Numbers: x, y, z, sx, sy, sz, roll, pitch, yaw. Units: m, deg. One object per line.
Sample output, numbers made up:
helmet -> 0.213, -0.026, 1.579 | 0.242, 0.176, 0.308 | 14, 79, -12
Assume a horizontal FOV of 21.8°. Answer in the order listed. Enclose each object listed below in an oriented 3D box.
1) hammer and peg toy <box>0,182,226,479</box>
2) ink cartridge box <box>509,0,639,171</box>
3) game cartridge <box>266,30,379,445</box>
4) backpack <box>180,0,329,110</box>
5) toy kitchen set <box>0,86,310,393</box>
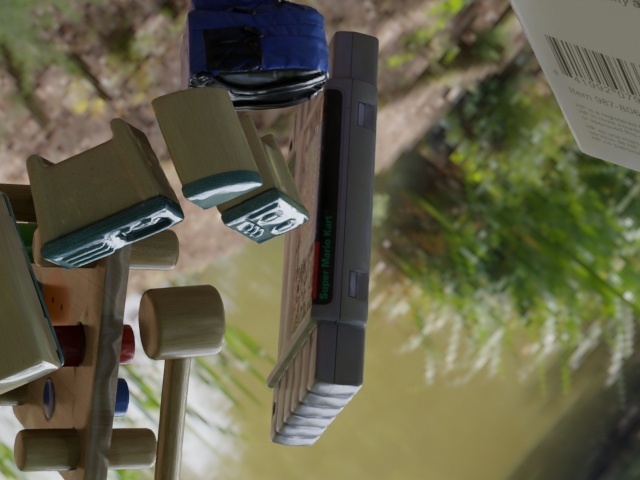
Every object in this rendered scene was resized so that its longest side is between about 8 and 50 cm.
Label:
hammer and peg toy -> -0.211, 0.094, 1.463 | 0.127, 0.361, 0.265 | 2, 103, -25
ink cartridge box -> 0.246, -0.188, 0.956 | 0.166, 0.285, 0.395 | -54, 140, -16
game cartridge -> 0.000, 0.000, 1.611 | 0.230, 0.068, 0.355 | 111, -16, -66
backpack -> -0.053, -0.161, 1.375 | 0.120, 0.101, 0.098 | -1, 172, -9
toy kitchen set -> -0.119, 0.010, 1.051 | 0.207, 0.122, 0.166 | -23, 166, 9
